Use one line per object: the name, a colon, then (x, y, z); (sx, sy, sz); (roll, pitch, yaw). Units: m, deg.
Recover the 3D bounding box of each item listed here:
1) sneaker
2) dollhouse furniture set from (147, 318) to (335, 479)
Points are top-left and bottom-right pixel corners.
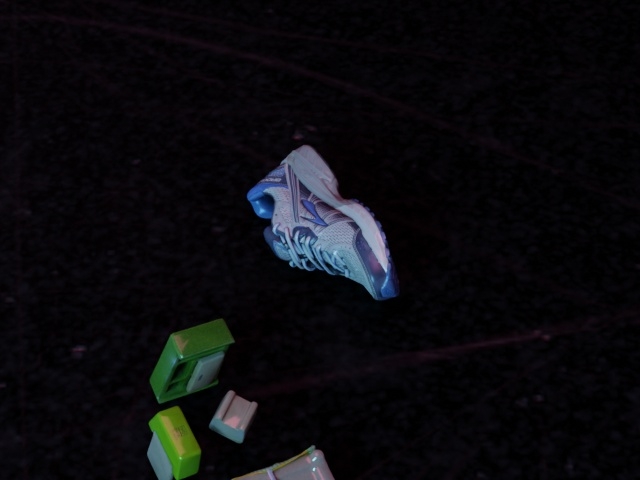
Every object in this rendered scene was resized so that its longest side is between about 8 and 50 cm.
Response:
sneaker: (0.000, 0.000, 1.018); (0.058, 0.052, 0.135); (-29, 43, -11)
dollhouse furniture set: (-0.045, 0.122, 0.909); (0.076, 0.058, 0.151); (-18, 66, -25)
